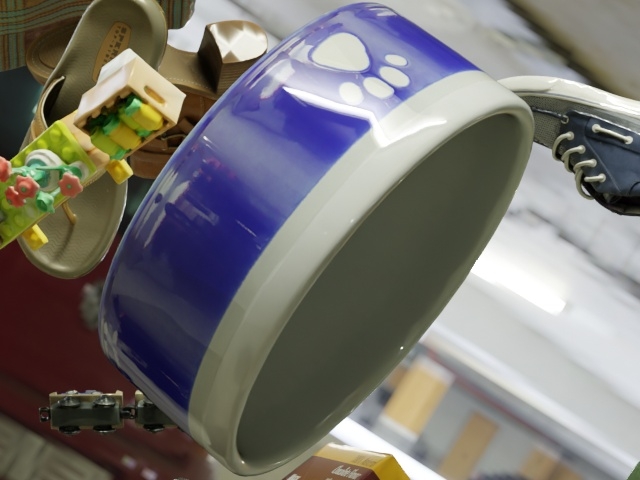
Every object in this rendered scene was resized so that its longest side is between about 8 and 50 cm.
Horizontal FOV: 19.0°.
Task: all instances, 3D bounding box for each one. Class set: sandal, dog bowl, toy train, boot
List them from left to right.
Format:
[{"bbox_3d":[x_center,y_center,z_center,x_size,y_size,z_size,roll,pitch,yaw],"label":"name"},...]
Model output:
[{"bbox_3d":[-0.142,-0.066,1.146,0.072,0.180,0.049,20,4,4],"label":"sandal"},{"bbox_3d":[-0.142,-0.105,1.524,0.197,0.073,0.152,-2,-34,-17],"label":"boot"},{"bbox_3d":[-0.097,0.106,1.210,0.158,0.027,0.036,-1,16,-4],"label":"toy train"},{"bbox_3d":[0.000,0.000,1.087,0.104,0.265,0.265,39,-1,18],"label":"dog bowl"},{"bbox_3d":[0.222,-0.076,1.587,0.190,0.086,0.069,12,-25,10],"label":"boot"}]

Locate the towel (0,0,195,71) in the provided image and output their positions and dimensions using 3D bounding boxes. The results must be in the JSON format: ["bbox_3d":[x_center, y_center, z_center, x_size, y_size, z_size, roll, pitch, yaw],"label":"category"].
[{"bbox_3d":[-0.218,-0.249,1.539,0.370,0.271,0.040,102,-30,-63],"label":"towel"}]

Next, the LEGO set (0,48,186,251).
[{"bbox_3d":[-0.213,-0.033,1.050,0.287,0.132,0.107,6,25,27],"label":"LEGO set"}]

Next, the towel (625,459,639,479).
[{"bbox_3d":[0.220,0.241,1.015,0.038,0.325,0.248,5,-31,-10],"label":"towel"}]

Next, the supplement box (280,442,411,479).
[{"bbox_3d":[-0.006,0.277,1.564,0.129,0.194,0.191,55,-14,-6],"label":"supplement box"}]

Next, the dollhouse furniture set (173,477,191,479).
[{"bbox_3d":[-0.193,0.242,1.056,0.286,0.198,0.303,-5,2,-28],"label":"dollhouse furniture set"}]
